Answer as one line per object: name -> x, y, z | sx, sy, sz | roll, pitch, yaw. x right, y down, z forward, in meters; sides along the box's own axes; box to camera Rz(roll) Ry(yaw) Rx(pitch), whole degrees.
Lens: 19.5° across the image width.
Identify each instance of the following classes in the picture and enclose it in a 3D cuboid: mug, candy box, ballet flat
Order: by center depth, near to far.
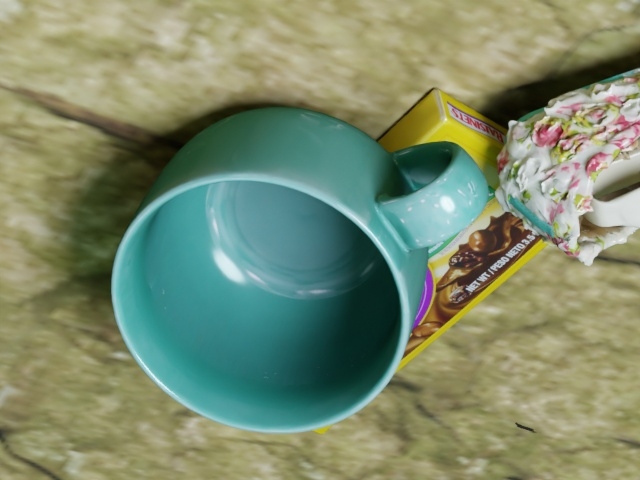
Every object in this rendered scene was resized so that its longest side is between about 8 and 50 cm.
mug -> -0.004, 0.007, 0.824 | 0.158, 0.097, 0.129 | 5, 119, 10
ballet flat -> 0.196, -0.052, 0.827 | 0.241, 0.077, 0.091 | -24, 134, 2
candy box -> 0.027, 0.017, 0.918 | 0.105, 0.027, 0.206 | 27, 124, -31
